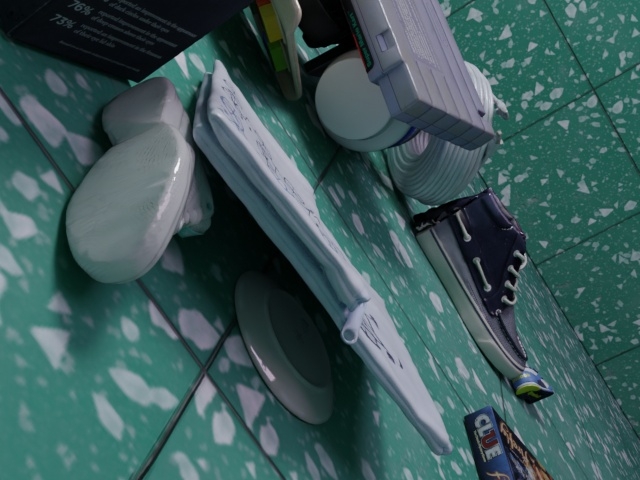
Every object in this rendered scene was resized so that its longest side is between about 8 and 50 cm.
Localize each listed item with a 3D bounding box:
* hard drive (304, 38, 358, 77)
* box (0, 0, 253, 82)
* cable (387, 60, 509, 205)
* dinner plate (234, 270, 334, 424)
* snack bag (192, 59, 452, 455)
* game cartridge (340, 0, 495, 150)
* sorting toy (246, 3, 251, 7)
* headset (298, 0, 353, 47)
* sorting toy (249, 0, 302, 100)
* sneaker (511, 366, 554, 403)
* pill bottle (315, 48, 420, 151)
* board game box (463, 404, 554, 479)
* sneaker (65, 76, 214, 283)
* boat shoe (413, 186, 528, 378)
[{"bbox_3d":[0.047,-0.308,1.263,0.022,0.135,0.094,65,17,-1],"label":"hard drive"},{"bbox_3d":[-0.117,-0.222,0.550,0.108,0.207,0.153,64,18,11],"label":"box"},{"bbox_3d":[0.202,-0.187,1.344,0.089,0.257,0.257,11,39,-21],"label":"cable"},{"bbox_3d":[-0.023,0.084,0.645,0.141,0.017,0.141,53,17,-25],"label":"dinner plate"},{"bbox_3d":[0.000,0.000,0.694,0.342,0.037,0.323,54,4,-19],"label":"snack bag"},{"bbox_3d":[0.111,-0.303,1.074,0.230,0.068,0.354,6,59,-49],"label":"game cartridge"},{"bbox_3d":[-0.200,-0.407,0.897,0.347,0.047,0.196,60,21,0],"label":"sorting toy"},{"bbox_3d":[-0.020,-0.399,1.185,0.394,0.185,0.243,-17,87,-68],"label":"headset"},{"bbox_3d":[-0.070,-0.294,0.962,0.208,0.038,0.192,99,-29,-75],"label":"sorting toy"},{"bbox_3d":[0.395,0.267,1.451,0.144,0.053,0.059,37,26,-53],"label":"sneaker"},{"bbox_3d":[0.079,-0.211,1.175,0.152,0.152,0.272,60,18,-1],"label":"pill bottle"},{"bbox_3d":[0.276,0.346,1.007,0.243,0.042,0.165,48,21,-33],"label":"board game box"},{"bbox_3d":[-0.104,-0.029,0.516,0.212,0.080,0.094,-96,163,-55],"label":"sneaker"},{"bbox_3d":[0.309,0.070,1.348,0.340,0.158,0.127,58,17,-7],"label":"boat shoe"}]
